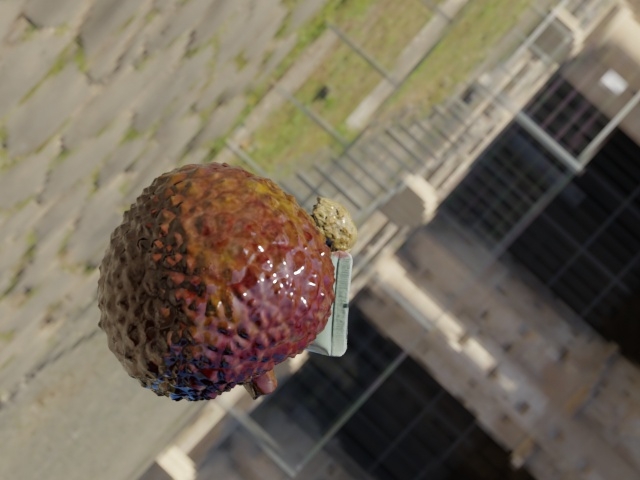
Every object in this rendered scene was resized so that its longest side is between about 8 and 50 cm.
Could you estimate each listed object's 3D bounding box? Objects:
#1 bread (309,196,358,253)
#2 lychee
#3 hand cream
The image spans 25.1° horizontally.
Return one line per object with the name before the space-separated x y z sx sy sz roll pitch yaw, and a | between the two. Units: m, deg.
bread | 0.000 0.000 1.841 0.113 0.082 0.060 -47 -165 42
lychee | -0.112 0.044 1.503 0.260 0.260 0.260 -47 175 -6
hand cream | -0.121 0.068 1.755 0.078 0.341 0.124 18 76 -66
